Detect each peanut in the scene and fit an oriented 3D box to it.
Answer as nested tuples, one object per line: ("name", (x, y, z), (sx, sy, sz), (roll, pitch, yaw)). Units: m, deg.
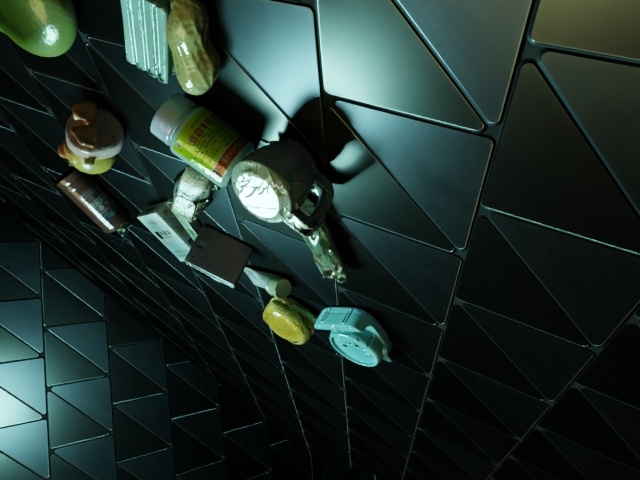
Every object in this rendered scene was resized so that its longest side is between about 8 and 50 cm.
("peanut", (-0.264, -0.399, 0.975), (0.098, 0.090, 0.214), (17, 146, 12))

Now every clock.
("clock", (0.129, 0.340, 1.605), (0.223, 0.094, 0.274), (-9, 127, 49))

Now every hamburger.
("hamburger", (-0.113, 0.295, 1.758), (0.214, 0.108, 0.214), (27, 147, 20))

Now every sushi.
("sushi", (-0.374, -0.147, 1.390), (0.134, 0.109, 0.273), (43, 146, -16))

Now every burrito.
("burrito", (-0.001, -0.002, 1.294), (0.096, 0.066, 0.309), (7, 136, 40))

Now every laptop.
("laptop", (-0.346, 0.051, 1.606), (0.207, 0.154, 0.026), (25, 174, 14))

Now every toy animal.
("toy animal", (-0.703, -0.298, 1.450), (0.169, 0.195, 0.281), (5, 160, -35))

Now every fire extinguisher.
("fire extinguisher", (-0.871, -0.126, 1.842), (0.114, 0.135, 0.337), (2, 138, 48))

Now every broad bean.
("broad bean", (-0.705, -0.562, 1.128), (0.291, 0.119, 0.238), (11, 132, 28))

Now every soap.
("soap", (-0.364, -0.453, 1.017), (0.114, 0.063, 0.198), (32, 148, 0))

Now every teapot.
("teapot", (-0.070, -0.139, 1.078), (0.221, 0.178, 0.163), (24, 140, 18))

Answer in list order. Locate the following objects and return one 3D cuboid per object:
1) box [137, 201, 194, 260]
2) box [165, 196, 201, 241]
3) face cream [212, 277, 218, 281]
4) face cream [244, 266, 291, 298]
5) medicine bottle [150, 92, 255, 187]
("box", (-0.543, -0.029, 1.742), (0.155, 0.067, 0.243), (-6, 131, 43))
("box", (-0.459, -0.064, 1.642), (0.050, 0.041, 0.207), (5, 139, 33))
("face cream", (-0.348, 0.083, 1.678), (0.117, 0.104, 0.117), (24, 147, 17))
("face cream", (-0.201, 0.144, 1.686), (0.224, 0.070, 0.114), (16, 145, 48))
("medicine bottle", (-0.285, -0.244, 1.155), (0.225, 0.139, 0.139), (36, 148, -4))
